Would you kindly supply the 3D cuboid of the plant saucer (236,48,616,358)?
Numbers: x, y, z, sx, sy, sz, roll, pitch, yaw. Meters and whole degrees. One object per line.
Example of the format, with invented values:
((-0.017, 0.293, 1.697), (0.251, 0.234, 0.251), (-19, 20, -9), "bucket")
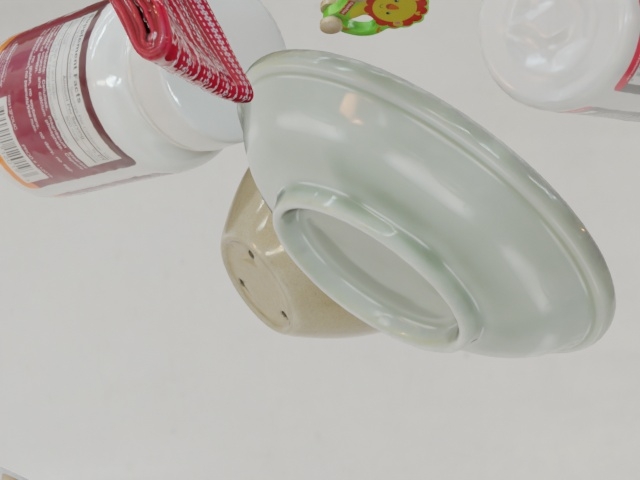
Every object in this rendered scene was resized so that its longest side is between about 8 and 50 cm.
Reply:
((0.069, 0.000, 1.496), (0.400, 0.400, 0.100), (29, 70, 20), "plant saucer")

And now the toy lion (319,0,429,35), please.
((0.060, -0.241, 1.718), (0.096, 0.100, 0.034), (15, 58, -23), "toy lion")

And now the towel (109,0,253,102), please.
((-0.118, -0.193, 1.129), (0.031, 0.275, 0.199), (-28, 84, 8), "towel")

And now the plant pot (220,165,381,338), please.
((0.000, 0.000, 1.867), (0.191, 0.284, 0.284), (-34, 58, -23), "plant pot")

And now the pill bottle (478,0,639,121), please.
((0.320, -0.217, 1.783), (0.176, 0.176, 0.318), (42, 23, 28), "pill bottle")

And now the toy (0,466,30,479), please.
((-0.228, 0.128, 0.895), (0.237, 0.056, 0.137), (31, 24, -26), "toy")

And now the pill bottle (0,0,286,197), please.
((-0.232, -0.182, 2.007), (0.392, 0.224, 0.224), (-9, 29, 49), "pill bottle")
